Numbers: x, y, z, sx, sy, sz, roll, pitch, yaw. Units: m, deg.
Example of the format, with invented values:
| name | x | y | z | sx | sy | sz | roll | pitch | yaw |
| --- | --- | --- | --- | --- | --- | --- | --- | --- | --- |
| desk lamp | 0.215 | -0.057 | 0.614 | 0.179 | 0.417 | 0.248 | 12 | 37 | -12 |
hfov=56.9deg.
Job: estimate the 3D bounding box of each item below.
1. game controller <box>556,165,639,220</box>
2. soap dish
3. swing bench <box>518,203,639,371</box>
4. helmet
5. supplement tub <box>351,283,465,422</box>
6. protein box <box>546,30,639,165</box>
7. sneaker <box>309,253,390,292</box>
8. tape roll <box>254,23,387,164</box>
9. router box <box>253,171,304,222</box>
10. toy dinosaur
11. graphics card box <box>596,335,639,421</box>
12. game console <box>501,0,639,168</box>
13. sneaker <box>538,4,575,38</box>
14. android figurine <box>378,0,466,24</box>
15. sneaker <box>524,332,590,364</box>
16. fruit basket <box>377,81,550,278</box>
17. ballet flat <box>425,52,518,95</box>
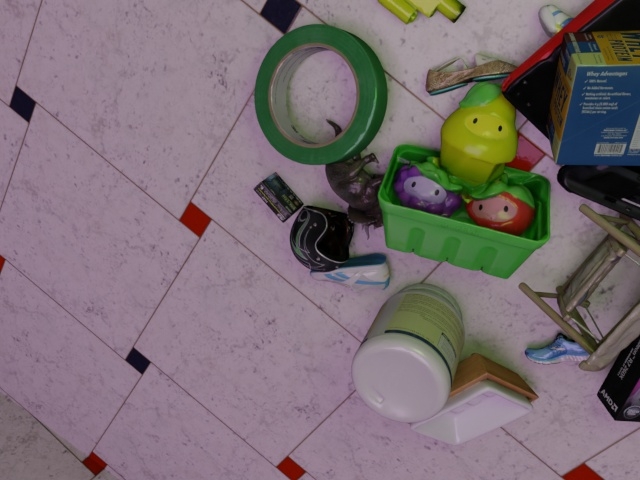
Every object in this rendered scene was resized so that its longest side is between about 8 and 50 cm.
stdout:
| name | x | y | z | sx | sy | sz | roll | pitch | yaw |
| --- | --- | --- | --- | --- | --- | --- | --- | --- | --- |
| game controller | 0.654 | -0.093 | 1.207 | 0.319 | 0.067 | 0.166 | 22 | 162 | -2 |
| soap dish | 0.387 | 0.422 | 1.558 | 0.229 | 0.118 | 0.291 | 28 | 127 | -31 |
| swing bench | 0.611 | 0.103 | 1.262 | 0.253 | 0.165 | 0.255 | -62 | 37 | 32 |
| helmet | 0.000 | 0.000 | 1.547 | 0.169 | 0.169 | 0.162 | 14 | 99 | 17 |
| supplement tub | 0.231 | 0.267 | 1.476 | 0.235 | 0.325 | 0.236 | 9 | 116 | 19 |
| protein box | 0.535 | -0.256 | 1.069 | 0.199 | 0.136 | 0.201 | 2 | 132 | 10 |
| sneaker | 0.077 | 0.096 | 1.606 | 0.228 | 0.087 | 0.092 | -3 | 116 | 27 |
| tape roll | -0.003 | -0.340 | 1.399 | 0.321 | 0.077 | 0.321 | 5 | 100 | 27 |
| router box | -0.111 | -0.117 | 1.583 | 0.122 | 0.092 | 0.038 | 48 | 122 | -4 |
| toy dinosaur | 0.083 | -0.154 | 1.469 | 0.160 | 0.121 | 0.313 | -35 | 101 | 18 |
| graphics card box | 0.804 | 0.246 | 1.310 | 0.232 | 0.094 | 0.371 | 7 | 120 | -12 |
| game console | 0.606 | -0.293 | 1.155 | 0.386 | 0.060 | 0.342 | 36 | 129 | -20 |
| sneaker | 0.551 | -0.409 | 1.177 | 0.240 | 0.091 | 0.126 | 40 | 113 | -13 |
| android figurine | 0.217 | -0.595 | 1.248 | 0.273 | 0.056 | 0.248 | 40 | 122 | 0 |
| sneaker | 0.598 | 0.268 | 1.489 | 0.162 | 0.063 | 0.073 | -11 | 91 | 22 |
| fruit basket | 0.329 | -0.140 | 1.296 | 0.391 | 0.283 | 0.392 | 11 | 133 | 12 |
| ballet flat | 0.328 | -0.373 | 1.296 | 0.206 | 0.073 | 0.067 | -8 | 95 | 22 |
